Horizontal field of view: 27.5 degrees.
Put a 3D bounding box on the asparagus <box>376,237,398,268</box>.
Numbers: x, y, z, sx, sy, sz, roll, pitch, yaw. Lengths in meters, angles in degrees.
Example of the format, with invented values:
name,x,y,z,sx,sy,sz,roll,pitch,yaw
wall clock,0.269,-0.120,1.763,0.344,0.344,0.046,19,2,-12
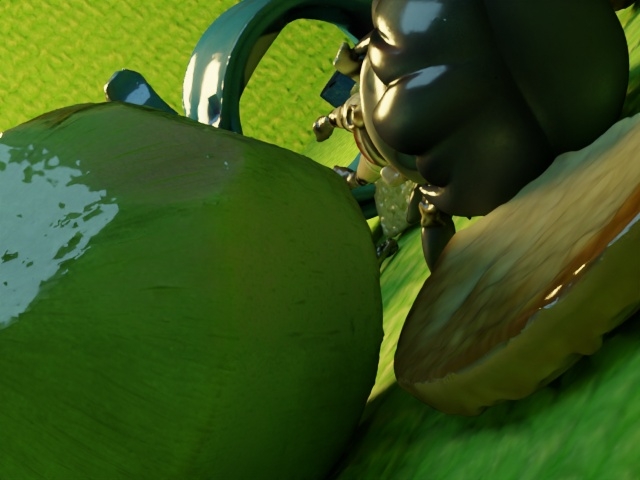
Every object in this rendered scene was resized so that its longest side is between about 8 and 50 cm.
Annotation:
name,x,y,z,sx,sy,sz,roll,pitch,yaw
asparagus,0.025,0.048,1.121,0.127,0.015,0.018,-51,8,-8

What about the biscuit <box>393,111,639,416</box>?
name,x,y,z,sx,sy,sz,roll,pitch,yaw
biscuit,0.127,-0.006,0.611,0.309,0.040,0.204,-44,8,47

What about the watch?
name,x,y,z,sx,sy,sz,roll,pitch,yaw
watch,-0.046,-0.136,1.280,0.274,0.305,0.241,-60,26,-8

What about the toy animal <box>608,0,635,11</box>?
name,x,y,z,sx,sy,sz,roll,pitch,yaw
toy animal,0.221,-0.212,1.012,0.116,0.114,0.255,34,88,41

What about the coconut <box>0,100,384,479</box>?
name,x,y,z,sx,sy,sz,roll,pitch,yaw
coconut,-0.125,0.060,0.763,0.328,0.281,0.328,-9,-8,-1

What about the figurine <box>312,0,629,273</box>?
name,x,y,z,sx,sy,sz,roll,pitch,yaw
figurine,0.090,-0.096,0.846,0.197,0.175,0.265,-45,14,1

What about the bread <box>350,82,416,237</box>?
name,x,y,z,sx,sy,sz,roll,pitch,yaw
bread,0.086,-0.086,1.138,0.147,0.127,0.152,-40,29,60

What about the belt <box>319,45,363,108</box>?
name,x,y,z,sx,sy,sz,roll,pitch,yaw
belt,0.114,-0.272,1.934,0.212,0.117,0.347,-53,5,-15
